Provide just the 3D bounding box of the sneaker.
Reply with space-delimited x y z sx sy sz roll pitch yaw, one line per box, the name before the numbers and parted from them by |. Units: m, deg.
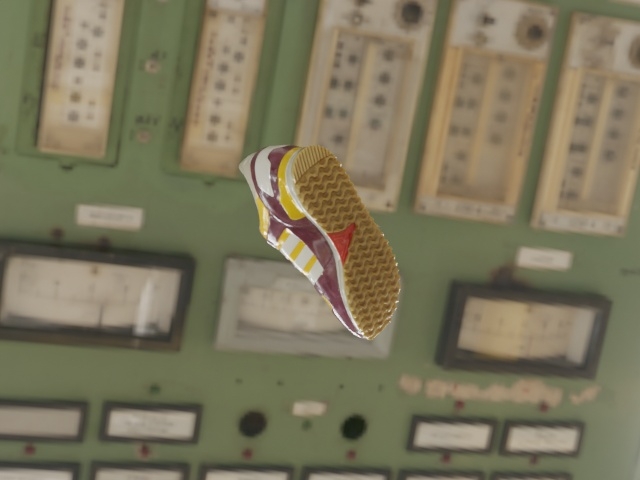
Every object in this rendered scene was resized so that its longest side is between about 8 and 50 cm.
sneaker | 0.000 0.000 0.973 0.083 0.186 0.069 6 -141 46
